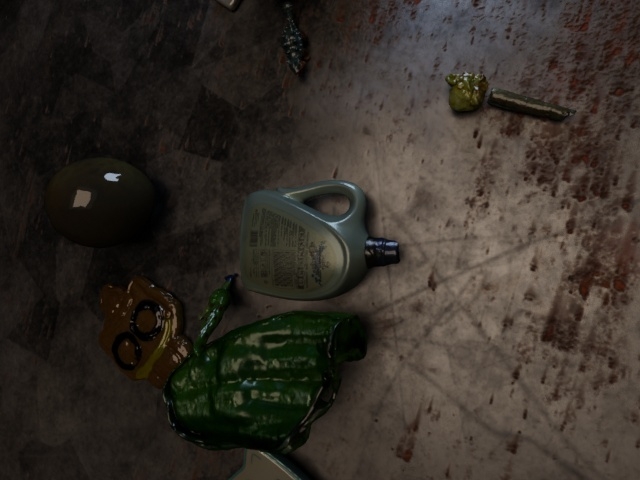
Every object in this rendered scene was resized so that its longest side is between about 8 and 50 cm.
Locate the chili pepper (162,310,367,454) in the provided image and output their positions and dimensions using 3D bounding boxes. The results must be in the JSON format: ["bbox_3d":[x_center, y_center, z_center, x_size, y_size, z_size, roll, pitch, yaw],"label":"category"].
[{"bbox_3d":[-0.088,0.248,0.709,0.385,0.168,0.213,-25,67,25],"label":"chili pepper"}]

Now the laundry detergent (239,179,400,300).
[{"bbox_3d":[0.000,0.000,0.730,0.281,0.105,0.214,-2,84,22],"label":"laundry detergent"}]

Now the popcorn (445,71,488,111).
[{"bbox_3d":[0.238,-0.251,0.683,0.068,0.060,0.083,-41,66,13],"label":"popcorn"}]

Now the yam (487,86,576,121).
[{"bbox_3d":[0.335,-0.214,0.660,0.130,0.027,0.033,26,56,22],"label":"yam"}]

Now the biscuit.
[{"bbox_3d":[-0.391,0.195,0.898,0.290,0.041,0.208,37,98,18],"label":"biscuit"}]

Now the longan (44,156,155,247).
[{"bbox_3d":[-0.463,-0.077,0.864,0.220,0.197,0.196,-10,83,23],"label":"longan"}]

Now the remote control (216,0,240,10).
[{"bbox_3d":[-0.137,-0.611,0.865,0.067,0.029,0.260,39,102,17],"label":"remote control"}]

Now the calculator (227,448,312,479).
[{"bbox_3d":[-0.052,0.566,0.741,0.386,0.054,0.256,45,102,16],"label":"calculator"}]

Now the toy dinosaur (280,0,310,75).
[{"bbox_3d":[-0.054,-0.391,0.803,0.049,0.055,0.154,-12,85,23],"label":"toy dinosaur"}]

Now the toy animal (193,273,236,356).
[{"bbox_3d":[-0.208,0.147,0.771,0.041,0.216,0.075,38,121,-16],"label":"toy animal"}]
